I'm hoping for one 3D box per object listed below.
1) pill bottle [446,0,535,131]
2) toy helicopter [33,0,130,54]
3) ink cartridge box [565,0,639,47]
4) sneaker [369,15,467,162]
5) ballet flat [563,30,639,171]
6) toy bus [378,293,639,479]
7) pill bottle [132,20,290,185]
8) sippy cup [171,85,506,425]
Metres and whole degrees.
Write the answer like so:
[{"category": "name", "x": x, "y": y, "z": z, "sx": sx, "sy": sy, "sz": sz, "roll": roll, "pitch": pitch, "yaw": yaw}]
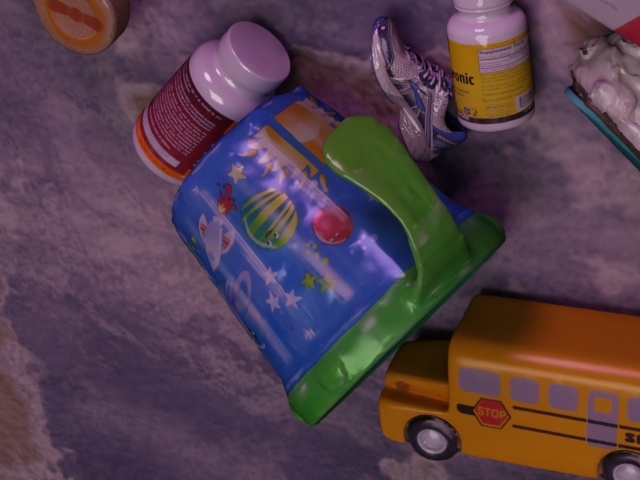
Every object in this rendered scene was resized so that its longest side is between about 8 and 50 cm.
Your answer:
[{"category": "pill bottle", "x": 0.135, "y": -0.151, "z": 1.058, "sx": 0.065, "sy": 0.065, "sz": 0.116, "roll": 3, "pitch": 121, "yaw": 24}, {"category": "toy helicopter", "x": -0.309, "y": -0.296, "z": 1.136, "sx": 0.235, "sy": 0.140, "sz": 0.355, "roll": -31, "pitch": 106, "yaw": 39}, {"category": "ink cartridge box", "x": 0.226, "y": -0.277, "z": 0.725, "sx": 0.279, "sy": 0.160, "sz": 0.385, "roll": 40, "pitch": 163, "yaw": 24}, {"category": "sneaker", "x": 0.085, "y": -0.133, "z": 1.111, "sx": 0.058, "sy": 0.052, "sz": 0.135, "roll": -16, "pitch": 120, "yaw": 22}, {"category": "ballet flat", "x": 0.354, "y": -0.013, "z": 1.009, "sx": 0.147, "sy": 0.147, "sz": 0.409, "roll": -34, "pitch": 103, "yaw": 37}, {"category": "toy bus", "x": 0.221, "y": 0.134, "z": 1.172, "sx": 0.332, "sy": 0.108, "sz": 0.130, "roll": 8, "pitch": 123, "yaw": 21}, {"category": "pill bottle", "x": -0.095, "y": -0.122, "z": 1.173, "sx": 0.086, "sy": 0.086, "sz": 0.152, "roll": 43, "pitch": 129, "yaw": -5}, {"category": "sippy cup", "x": 0.000, "y": 0.000, "z": 1.133, "sx": 0.224, "sy": 0.240, "sz": 0.305, "roll": 46, "pitch": 120, "yaw": 6}]
